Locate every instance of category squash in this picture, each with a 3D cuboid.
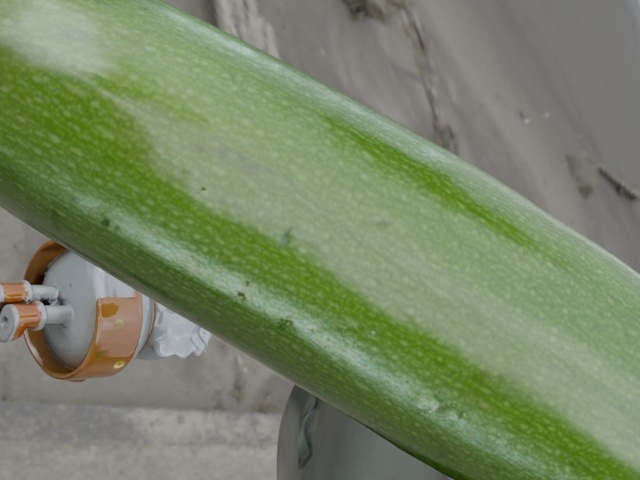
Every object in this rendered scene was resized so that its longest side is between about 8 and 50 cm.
[{"bbox_3d":[0.000,0.000,0.406,0.395,0.107,0.107,29,34,1],"label":"squash"}]

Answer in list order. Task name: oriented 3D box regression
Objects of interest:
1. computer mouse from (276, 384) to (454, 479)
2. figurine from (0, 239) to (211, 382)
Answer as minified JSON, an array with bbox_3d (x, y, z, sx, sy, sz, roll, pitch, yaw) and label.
[{"bbox_3d":[0.027,0.192,0.627,0.095,0.197,0.331,13,43,-27],"label":"computer mouse"},{"bbox_3d":[-0.191,0.062,1.059,0.271,0.143,0.143,-12,85,-35],"label":"figurine"}]
